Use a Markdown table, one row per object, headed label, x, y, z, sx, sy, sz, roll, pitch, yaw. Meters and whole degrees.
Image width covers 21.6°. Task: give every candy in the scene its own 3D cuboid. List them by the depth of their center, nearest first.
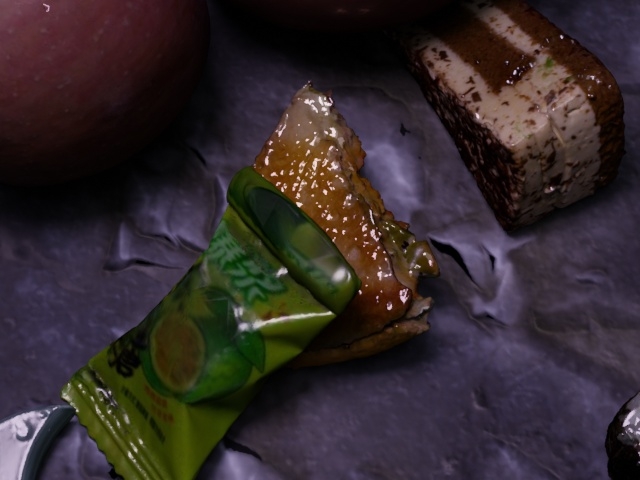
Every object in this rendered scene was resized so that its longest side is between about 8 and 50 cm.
| label | x | y | z | sx | sy | sz | roll | pitch | yaw |
| --- | --- | --- | --- | --- | --- | --- | --- | --- | --- |
| candy | -0.084 | 0.076 | 1.268 | 0.246 | 0.069 | 0.149 | -47 | 60 | 5 |

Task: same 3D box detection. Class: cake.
| label | x | y | z | sx | sy | sz | roll | pitch | yaw |
| --- | --- | --- | --- | --- | --- | --- | --- | --- | --- |
| cake | 0.141 | -0.145 | 1.344 | 0.112 | 0.135 | 0.246 | -26 | 70 | -10 |

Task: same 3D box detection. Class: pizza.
| label | x | y | z | sx | sy | sz | roll | pitch | yaw |
| --- | --- | --- | --- | --- | --- | --- | --- | --- | --- |
| pizza | 0.000 | 0.000 | 1.323 | 0.147 | 0.069 | 0.226 | -35 | 65 | 11 |

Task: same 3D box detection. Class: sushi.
| label | x | y | z | sx | sy | sz | roll | pitch | yaw |
| --- | --- | --- | --- | --- | --- | --- | --- | --- | --- |
| sushi | 0.275 | 0.179 | 1.240 | 0.090 | 0.078 | 0.150 | -30 | 70 | -19 |

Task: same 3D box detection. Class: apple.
| label | x | y | z | sx | sy | sz | roll | pitch | yaw |
| --- | --- | --- | --- | --- | --- | --- | --- | --- | --- |
| apple | -0.239 | -0.178 | 1.280 | 0.305 | 0.306 | 0.235 | 40 | 90 | 15 |

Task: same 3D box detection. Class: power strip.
| label | x | y | z | sx | sy | sz | roll | pitch | yaw |
| --- | --- | --- | --- | --- | --- | --- | --- | --- | --- |
| power strip | -0.213 | 0.233 | 1.232 | 0.137 | 0.044 | 0.216 | -17 | 68 | -7 |

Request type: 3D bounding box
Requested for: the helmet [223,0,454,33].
| label | x | y | z | sx | sy | sz | roll | pitch | yaw |
| --- | --- | --- | --- | --- | --- | --- | --- | --- | --- |
| helmet | 0.012 | -0.278 | 1.336 | 0.384 | 0.337 | 0.230 | 17 | 108 | -10 |
